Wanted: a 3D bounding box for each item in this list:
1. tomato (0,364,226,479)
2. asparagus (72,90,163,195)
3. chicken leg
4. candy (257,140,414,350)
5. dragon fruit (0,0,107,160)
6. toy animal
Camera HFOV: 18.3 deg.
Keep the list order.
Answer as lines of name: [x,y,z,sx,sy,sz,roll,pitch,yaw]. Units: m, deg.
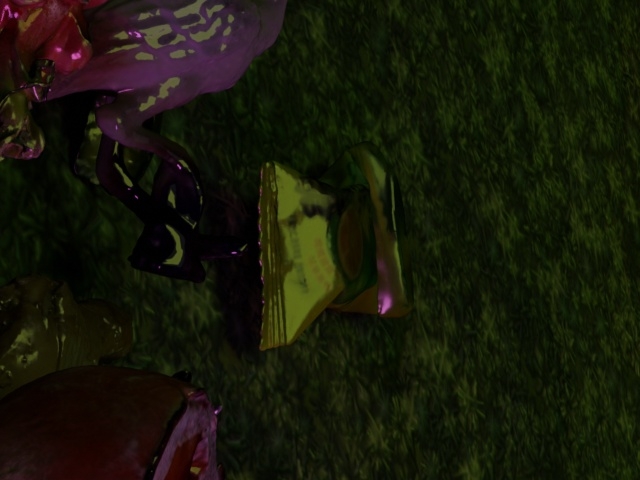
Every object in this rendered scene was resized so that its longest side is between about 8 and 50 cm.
tomato: [-0.143,0.167,1.087,0.181,0.155,0.214,-72,166,-47]
asparagus: [-0.124,-0.169,1.383,0.080,0.080,0.287,44,40,-46]
chicken leg: [-0.161,0.061,1.213,0.198,0.069,0.085,-9,86,-70]
candy: [0.000,0.000,1.551,0.246,0.069,0.149,-11,92,-68]
dragon fruit: [-0.199,-0.132,1.156,0.135,0.137,0.236,37,48,-47]
toy animal: [-0.081,-0.131,1.297,0.195,0.090,0.324,40,62,-39]
